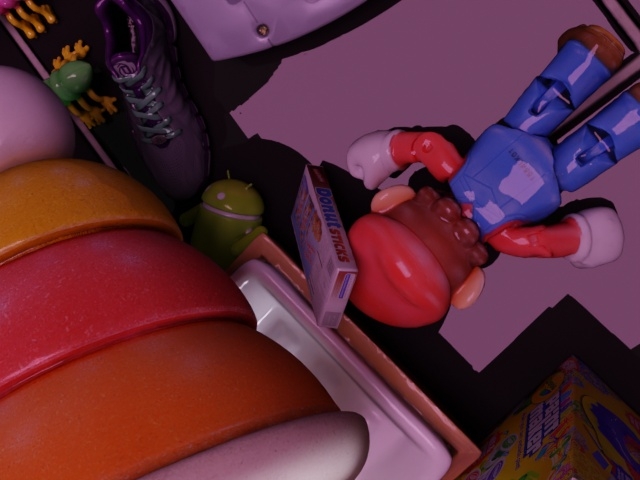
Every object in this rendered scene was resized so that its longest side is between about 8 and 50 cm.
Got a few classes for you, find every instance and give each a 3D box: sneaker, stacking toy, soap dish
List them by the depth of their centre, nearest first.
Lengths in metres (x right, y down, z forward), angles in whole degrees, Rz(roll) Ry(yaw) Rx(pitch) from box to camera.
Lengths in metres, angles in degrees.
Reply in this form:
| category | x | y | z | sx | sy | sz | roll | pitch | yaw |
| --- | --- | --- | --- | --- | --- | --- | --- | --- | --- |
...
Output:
| category | x | y | z | sx | sy | sz | roll | pitch | yaw |
| --- | --- | --- | --- | --- | --- | --- | --- | --- | --- |
| stacking toy | -0.204 | 0.056 | 0.687 | 0.350 | 0.350 | 0.480 | -35 | 68 | 19 |
| soap dish | -0.020 | 0.167 | 0.820 | 0.291 | 0.118 | 0.229 | 45 | 108 | 5 |
| sneaker | -0.180 | -0.144 | 0.827 | 0.083 | 0.098 | 0.224 | -14 | 94 | 18 |

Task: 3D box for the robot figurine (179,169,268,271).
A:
| category | x | y | z | sx | sy | sz | roll | pitch | yaw |
| --- | --- | --- | --- | --- | --- | --- | --- | --- | --- |
| robot figurine | -0.096 | -0.011 | 0.840 | 0.101 | 0.067 | 0.115 | 28 | 109 | 42 |

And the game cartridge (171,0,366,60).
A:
| category | x | y | z | sx | sy | sz | roll | pitch | yaw |
| --- | --- | --- | --- | --- | --- | --- | --- | --- | --- |
| game cartridge | -0.018 | -0.301 | 0.746 | 0.297 | 0.062 | 0.198 | -27 | 115 | 20 |

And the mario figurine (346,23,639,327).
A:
| category | x | y | z | sx | sy | sz | roll | pitch | yaw |
| --- | --- | --- | --- | --- | --- | --- | --- | --- | --- |
| mario figurine | 0.152 | -0.045 | 0.754 | 0.320 | 0.170 | 0.198 | -39 | 45 | 10 |

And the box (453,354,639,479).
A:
| category | x | y | z | sx | sy | sz | roll | pitch | yaw |
| --- | --- | --- | --- | --- | --- | --- | --- | --- | --- |
| box | 0.178 | 0.286 | 0.690 | 0.177 | 0.290 | 0.279 | 44 | 107 | 6 |

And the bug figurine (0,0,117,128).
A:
| category | x | y | z | sx | sy | sz | roll | pitch | yaw |
| --- | --- | --- | --- | --- | --- | --- | --- | --- | --- |
| bug figurine | -0.355 | -0.180 | 0.888 | 0.216 | 0.072 | 0.279 | -32 | 89 | 19 |

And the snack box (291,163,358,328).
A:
| category | x | y | z | sx | sy | sz | roll | pitch | yaw |
| --- | --- | --- | --- | --- | --- | --- | --- | --- | --- |
| snack box | 0.000 | 0.000 | 0.758 | 0.022 | 0.178 | 0.064 | 7 | 122 | -16 |
